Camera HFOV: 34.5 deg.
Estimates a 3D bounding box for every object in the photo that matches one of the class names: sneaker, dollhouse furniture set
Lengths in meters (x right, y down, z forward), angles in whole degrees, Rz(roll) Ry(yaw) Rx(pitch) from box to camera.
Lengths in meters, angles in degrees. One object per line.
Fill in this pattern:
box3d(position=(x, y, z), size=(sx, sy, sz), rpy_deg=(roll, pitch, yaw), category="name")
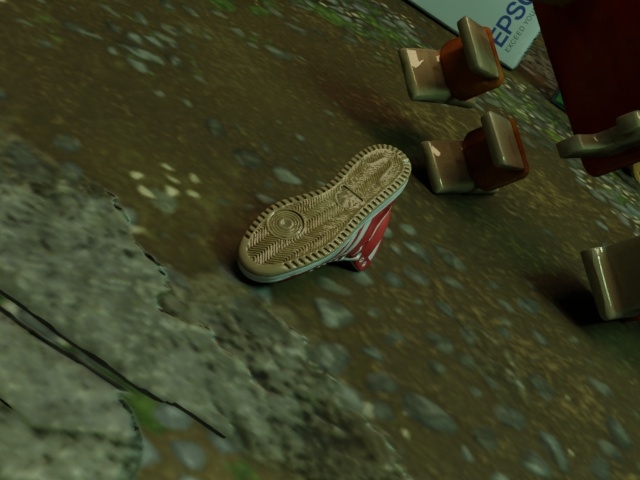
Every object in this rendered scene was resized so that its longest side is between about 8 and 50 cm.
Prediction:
box3d(position=(0.000, 0.000, 0.562), size=(0.118, 0.067, 0.042), rpy_deg=(-35, 69, -31), category="sneaker")
box3d(position=(0.221, -0.077, 0.735), size=(0.135, 0.262, 0.259), rpy_deg=(-2, 75, -53), category="dollhouse furniture set")

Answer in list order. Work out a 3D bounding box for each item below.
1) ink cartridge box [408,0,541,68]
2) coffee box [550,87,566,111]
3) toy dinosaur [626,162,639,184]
box3d(position=(0.183, -0.425, 1.202), size=(0.330, 0.324, 0.071), rpy_deg=(34, 23, 3), category="ink cartridge box")
box3d(position=(0.343, -0.215, 1.260), size=(0.040, 0.113, 0.184), rpy_deg=(35, 26, 14), category="coffee box")
box3d(position=(0.340, -0.100, 1.125), size=(0.211, 0.064, 0.112), rpy_deg=(38, 6, -9), category="toy dinosaur")
